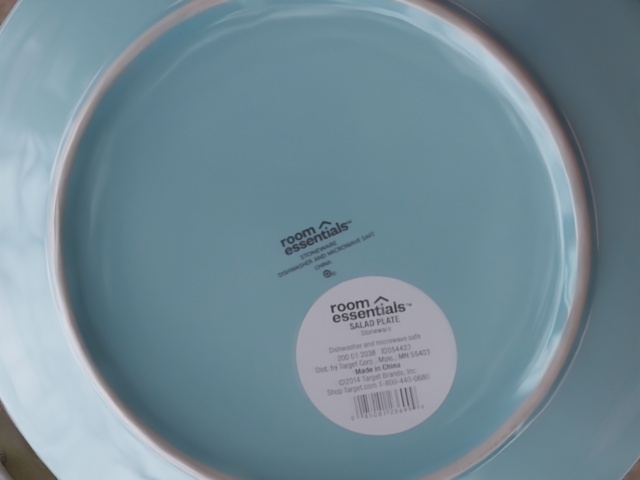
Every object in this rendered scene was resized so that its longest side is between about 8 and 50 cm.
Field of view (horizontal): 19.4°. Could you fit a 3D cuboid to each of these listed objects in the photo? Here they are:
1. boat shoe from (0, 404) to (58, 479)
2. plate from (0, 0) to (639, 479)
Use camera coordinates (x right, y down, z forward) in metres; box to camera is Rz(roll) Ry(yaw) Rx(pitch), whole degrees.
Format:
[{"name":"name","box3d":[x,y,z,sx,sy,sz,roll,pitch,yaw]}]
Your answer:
[{"name":"boat shoe","box3d":[-0.101,0.112,0.621,0.302,0.094,0.109,42,159,21]},{"name":"plate","box3d":[0.000,0.000,0.444,0.188,0.188,0.024,41,-168,-1]}]
